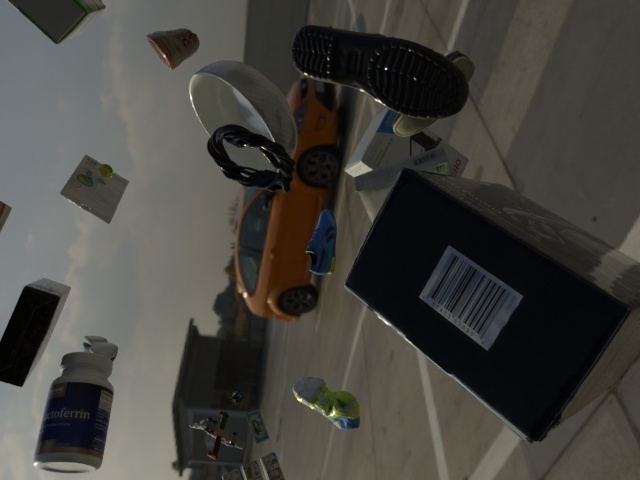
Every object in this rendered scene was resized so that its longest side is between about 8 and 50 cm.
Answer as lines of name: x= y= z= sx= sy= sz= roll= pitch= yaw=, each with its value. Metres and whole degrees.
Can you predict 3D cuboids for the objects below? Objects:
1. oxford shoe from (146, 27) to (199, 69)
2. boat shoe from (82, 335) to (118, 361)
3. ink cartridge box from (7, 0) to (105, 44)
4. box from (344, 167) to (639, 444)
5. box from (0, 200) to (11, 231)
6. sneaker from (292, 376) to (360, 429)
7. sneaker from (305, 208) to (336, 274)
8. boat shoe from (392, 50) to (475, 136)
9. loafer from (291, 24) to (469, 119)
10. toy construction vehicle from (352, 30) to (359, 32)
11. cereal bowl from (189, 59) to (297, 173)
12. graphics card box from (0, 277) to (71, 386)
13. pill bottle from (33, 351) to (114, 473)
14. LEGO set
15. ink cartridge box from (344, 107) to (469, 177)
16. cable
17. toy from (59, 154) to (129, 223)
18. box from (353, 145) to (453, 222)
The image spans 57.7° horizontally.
oxford shoe: x=-0.451 y=-0.620 z=1.814 sx=0.123 sy=0.130 sz=0.348 roll=56 pitch=-177 yaw=-21
boat shoe: x=-0.753 y=0.385 z=1.967 sx=0.254 sy=0.095 sz=0.079 roll=9 pitch=93 yaw=51
ink cartridge box: x=-0.684 y=-0.627 z=1.475 sx=0.121 sy=0.211 sz=0.289 roll=-43 pitch=24 yaw=9
box: x=0.400 y=0.097 z=1.203 sx=0.480 sy=0.472 sz=0.297 roll=39 pitch=113 yaw=33
box: x=-1.012 y=-0.079 z=1.649 sx=0.232 sy=0.127 sz=0.148 roll=114 pitch=177 yaw=-78
sneaker: x=0.019 y=0.477 z=1.657 sx=0.240 sy=0.091 sz=0.126 roll=11 pitch=129 yaw=48
sneaker: x=0.000 y=0.000 z=1.775 sx=0.069 sy=0.082 sz=0.209 roll=-25 pitch=60 yaw=61
boat shoe: x=0.256 y=-0.340 z=1.360 sx=0.233 sy=0.084 sz=0.079 roll=-47 pitch=39 yaw=22
loafer: x=0.126 y=-0.351 z=1.148 sx=0.130 sy=0.366 sz=0.134 roll=-40 pitch=-28 yaw=-54
toy construction vehicle: x=0.067 y=-0.551 z=1.638 sx=0.086 sy=0.098 sz=0.035 roll=90 pitch=-159 yaw=-55
cereal bowl: x=-0.184 y=-0.335 z=1.544 sx=0.141 sy=0.339 sz=0.339 roll=-46 pitch=-11 yaw=-24
graphics card box: x=-0.753 y=0.225 z=1.525 sx=0.232 sy=0.094 sz=0.371 roll=-69 pitch=17 yaw=-8
pill bottle: x=-0.592 y=0.417 z=1.417 sx=0.153 sy=0.153 sz=0.264 roll=106 pitch=165 yaw=-56
LEGO set: x=-0.198 y=0.489 z=1.382 sx=0.060 sy=0.182 sz=0.244 roll=-32 pitch=72 yaw=32
ink cartridge box: x=0.265 y=-0.230 z=1.766 sx=0.223 sy=0.307 sz=0.129 roll=-62 pitch=16 yaw=-17
cable: x=-0.134 y=-0.151 z=1.073 sx=0.047 sy=0.184 sz=0.150 roll=-60 pitch=-13 yaw=-24
toy: x=-0.602 y=-0.128 z=1.540 sx=0.056 sy=0.137 sz=0.237 roll=-44 pitch=26 yaw=24
box: x=0.242 y=-0.087 z=1.515 sx=0.322 sy=0.232 sz=0.058 roll=60 pitch=-164 yaw=-49
